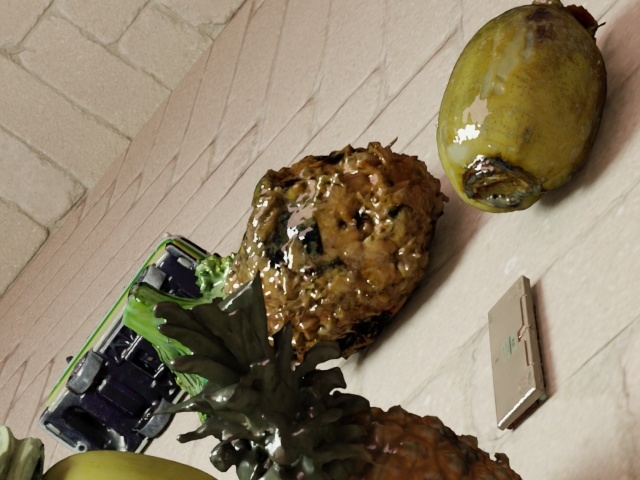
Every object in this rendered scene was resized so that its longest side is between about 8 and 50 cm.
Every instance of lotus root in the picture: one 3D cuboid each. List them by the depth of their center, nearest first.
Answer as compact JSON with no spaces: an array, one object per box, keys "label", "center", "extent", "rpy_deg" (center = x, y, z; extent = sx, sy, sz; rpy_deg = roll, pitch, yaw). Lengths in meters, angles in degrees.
[{"label":"lotus root","center":[0.192,-0.143,1.421],"extent":[0.154,0.154,0.278],"rpy_deg":[-35,21,50]}]

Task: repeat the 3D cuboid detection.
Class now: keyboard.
[{"label":"keyboard","center":[0.163,0.090,1.266],"extent":[0.055,0.017,0.166],"rpy_deg":[-52,16,27]}]

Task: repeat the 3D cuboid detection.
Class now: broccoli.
[{"label":"broccoli","center":[-0.138,0.103,1.771],"extent":[0.194,0.194,0.220],"rpy_deg":[-30,36,55]}]

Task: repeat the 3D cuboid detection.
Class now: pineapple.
[{"label":"pineapple","center":[0.006,0.151,1.031],"extent":[0.169,0.340,0.169],"rpy_deg":[-46,17,19]}]

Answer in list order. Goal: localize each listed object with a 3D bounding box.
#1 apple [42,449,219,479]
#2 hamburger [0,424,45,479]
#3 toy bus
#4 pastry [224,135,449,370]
[{"label":"apple","center":[-0.176,0.319,1.404],"extent":[0.262,0.262,0.262],"rpy_deg":[-49,18,22]},{"label":"hamburger","center":[-0.292,0.233,1.365],"extent":[0.133,0.062,0.140],"rpy_deg":[-61,17,24]},{"label":"toy bus","center":[-0.237,0.143,2.054],"extent":[0.305,0.143,0.179],"rpy_deg":[-54,14,9]},{"label":"pastry","center":[0.000,0.000,1.581],"extent":[0.275,0.193,0.275],"rpy_deg":[-50,18,23]}]
